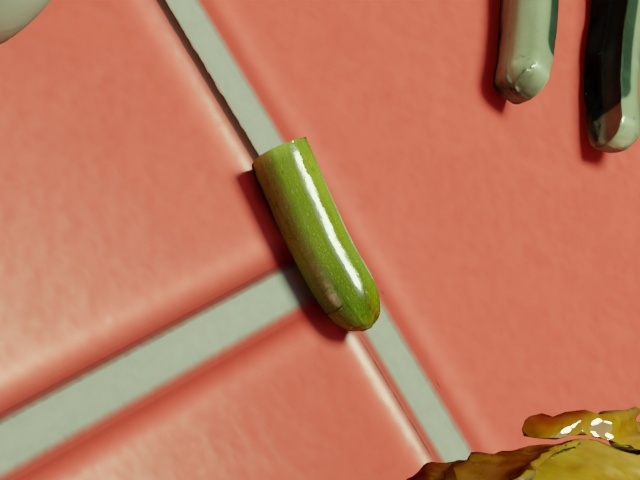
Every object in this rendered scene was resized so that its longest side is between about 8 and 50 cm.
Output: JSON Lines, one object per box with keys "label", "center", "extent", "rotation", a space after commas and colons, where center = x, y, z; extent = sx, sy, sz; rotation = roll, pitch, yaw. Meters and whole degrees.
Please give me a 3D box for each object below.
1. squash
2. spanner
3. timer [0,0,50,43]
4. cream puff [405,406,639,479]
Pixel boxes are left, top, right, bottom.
{"label": "squash", "center": [0.000, 0.000, 0.634], "extent": [0.027, 0.027, 0.083], "rotation": [-18, 80, -43]}
{"label": "spanner", "center": [0.142, -0.193, 0.843], "extent": [0.096, 0.040, 0.325], "rotation": [27, 54, -25]}
{"label": "timer", "center": [-0.182, -0.136, 0.436], "extent": [0.315, 0.291, 0.291], "rotation": [-1, 66, -61]}
{"label": "cream puff", "center": [0.115, 0.221, 0.464], "extent": [0.350, 0.228, 0.350], "rotation": [17, 36, -13]}
